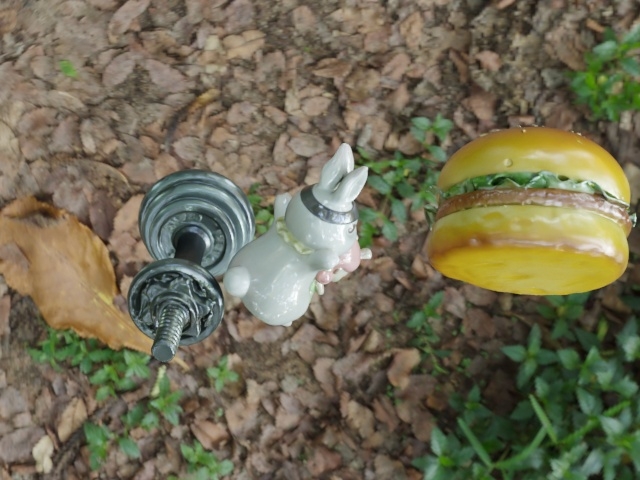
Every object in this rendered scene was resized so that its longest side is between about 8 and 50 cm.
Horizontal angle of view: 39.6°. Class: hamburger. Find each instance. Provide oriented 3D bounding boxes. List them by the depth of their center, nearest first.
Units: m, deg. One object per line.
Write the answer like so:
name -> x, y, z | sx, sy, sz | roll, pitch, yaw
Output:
hamburger -> 0.238, -0.039, 1.025 | 0.246, 0.246, 0.169 | 14, 75, -23

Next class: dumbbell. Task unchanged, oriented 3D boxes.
dumbbell -> -0.115, 0.025, 0.759 | 0.110, 0.254, 0.110 | 0, 118, -1

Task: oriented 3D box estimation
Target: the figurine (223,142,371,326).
figurine -> -0.006, -0.006, 0.709 | 0.081, 0.098, 0.146 | 46, 101, 16
